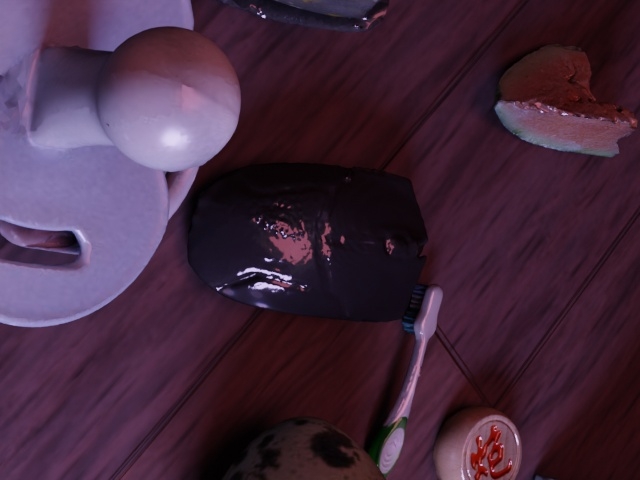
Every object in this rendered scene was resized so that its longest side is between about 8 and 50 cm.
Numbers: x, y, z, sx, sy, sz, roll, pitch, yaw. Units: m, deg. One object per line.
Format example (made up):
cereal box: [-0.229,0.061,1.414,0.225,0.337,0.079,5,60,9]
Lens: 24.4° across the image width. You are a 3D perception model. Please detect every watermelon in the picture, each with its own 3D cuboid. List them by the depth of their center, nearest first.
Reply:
watermelon: [0.211,-0.128,1.312,0.155,0.080,0.101,-2,85,-22]

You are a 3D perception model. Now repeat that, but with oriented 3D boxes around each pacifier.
pacifier: [-0.132,-0.088,0.938,0.244,0.233,0.300,8,89,-41]

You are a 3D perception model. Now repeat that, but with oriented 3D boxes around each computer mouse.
computer mouse: [0.000,0.000,1.148,0.217,0.073,0.122,6,89,-39]

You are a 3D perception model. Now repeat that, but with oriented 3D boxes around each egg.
egg: [-0.012,0.244,1.092,0.177,0.177,0.228,15,70,-38]

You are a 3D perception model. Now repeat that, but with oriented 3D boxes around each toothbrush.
toothbrush: [0.053,0.181,1.228,0.030,0.030,0.304,21,80,-37]

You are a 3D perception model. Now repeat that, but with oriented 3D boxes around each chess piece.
chess piece: [0.137,0.186,1.289,0.083,0.038,0.084,-2,93,-36]

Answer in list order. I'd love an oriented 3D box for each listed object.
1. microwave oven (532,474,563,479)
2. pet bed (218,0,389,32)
microwave oven: [0.288,0.384,1.330,0.237,0.181,0.295,20,80,-36]
pet bed: [-0.010,-0.275,1.082,0.183,0.159,0.211,13,83,-12]
